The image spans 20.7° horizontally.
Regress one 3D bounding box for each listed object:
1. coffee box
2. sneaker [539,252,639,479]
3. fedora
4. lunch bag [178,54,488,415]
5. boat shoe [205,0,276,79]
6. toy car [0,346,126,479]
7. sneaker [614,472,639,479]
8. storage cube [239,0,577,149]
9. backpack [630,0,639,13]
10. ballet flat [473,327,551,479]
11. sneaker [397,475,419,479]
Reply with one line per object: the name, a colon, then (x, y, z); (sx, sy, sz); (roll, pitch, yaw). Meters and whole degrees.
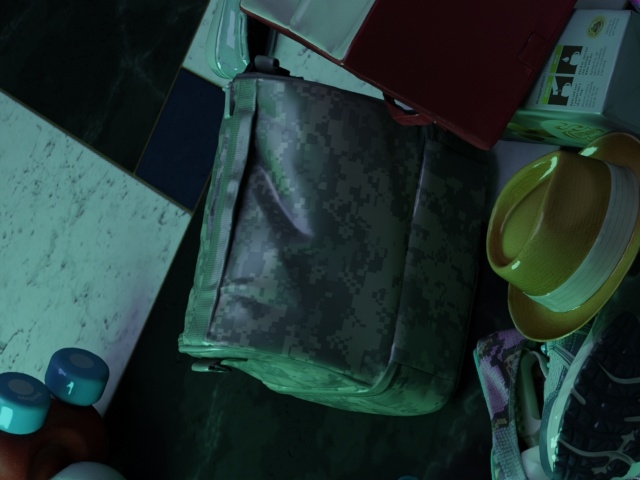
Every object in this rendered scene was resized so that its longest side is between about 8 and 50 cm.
coffee box: (0.218, -0.146, 1.598); (0.246, 0.141, 0.098); (10, 83, 49)
sneaker: (0.244, 0.080, 1.528); (0.122, 0.110, 0.283); (-2, 66, 60)
fedora: (0.198, -0.013, 1.480); (0.194, 0.079, 0.194); (-46, 31, 38)
lunch bag: (0.000, 0.000, 1.696); (0.212, 0.256, 0.305); (0, 75, 48)
boat shoe: (-0.069, -0.297, 2.040); (0.081, 0.079, 0.228); (9, 87, 40)
toy car: (-0.273, 0.284, 1.990); (0.238, 0.210, 0.219); (32, 116, 20)
sneaker: (0.277, 0.193, 1.452); (0.042, 0.067, 0.118); (25, 95, 49)
storage cube: (0.080, -0.219, 1.525); (0.183, 0.193, 0.215); (36, 98, 51)
backpack: (0.349, -0.256, 1.514); (0.182, 0.115, 0.152); (-42, 50, 33)
ballet flat: (0.189, 0.172, 1.562); (0.079, 0.077, 0.222); (-27, 53, 30)
sneaker: (0.012, 0.309, 1.666); (0.319, 0.127, 0.208); (12, 86, 40)
